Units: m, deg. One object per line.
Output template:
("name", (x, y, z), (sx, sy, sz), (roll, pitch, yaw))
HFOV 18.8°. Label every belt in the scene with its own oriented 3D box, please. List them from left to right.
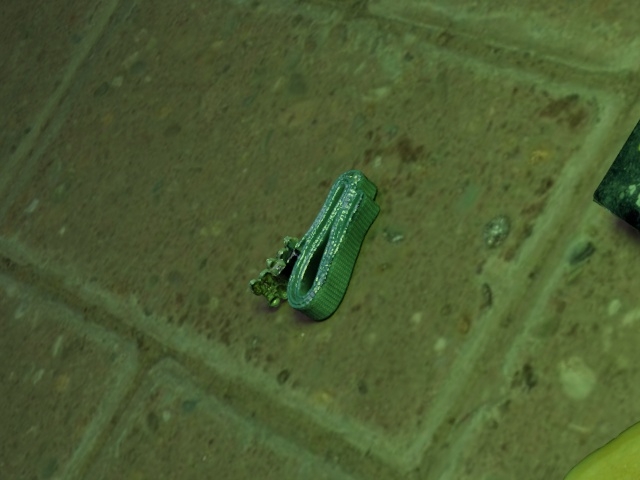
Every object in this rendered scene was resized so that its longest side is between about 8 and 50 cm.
("belt", (0.003, 0.002, 2.240), (0.100, 0.065, 0.179), (16, 73, 40))

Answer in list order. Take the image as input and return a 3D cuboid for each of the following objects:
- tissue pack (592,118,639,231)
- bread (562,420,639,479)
("tissue pack", (0.397, -0.103, 1.872), (0.257, 0.081, 0.185), (-59, 37, 10))
("bread", (0.328, 0.287, 1.636), (0.333, 0.160, 0.333), (-23, 49, 30))
